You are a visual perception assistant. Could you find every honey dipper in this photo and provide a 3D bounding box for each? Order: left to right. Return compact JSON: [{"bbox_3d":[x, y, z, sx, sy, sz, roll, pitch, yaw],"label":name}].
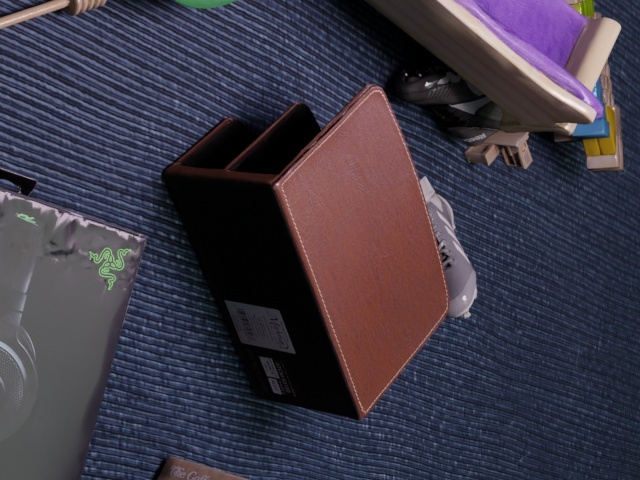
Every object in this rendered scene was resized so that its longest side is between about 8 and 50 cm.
[{"bbox_3d":[-0.263,-0.205,1.454,0.160,0.030,0.031,-30,119,-40],"label":"honey dipper"}]

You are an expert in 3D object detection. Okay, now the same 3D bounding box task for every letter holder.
[{"bbox_3d":[0.000,0.000,1.710,0.214,0.152,0.302,-46,129,-37],"label":"letter holder"}]

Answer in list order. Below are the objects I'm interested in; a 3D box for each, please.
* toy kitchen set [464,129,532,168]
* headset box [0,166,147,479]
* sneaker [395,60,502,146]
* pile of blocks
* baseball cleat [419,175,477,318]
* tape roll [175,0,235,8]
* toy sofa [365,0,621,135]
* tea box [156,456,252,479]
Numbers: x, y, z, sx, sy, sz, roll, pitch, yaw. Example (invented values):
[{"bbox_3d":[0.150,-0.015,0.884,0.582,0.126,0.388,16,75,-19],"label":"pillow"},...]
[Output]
[{"bbox_3d":[0.240,-0.106,2.034,0.083,0.068,0.075,-48,130,-32],"label":"toy kitchen set"},{"bbox_3d":[-0.304,0.076,1.339,0.246,0.131,0.283,21,80,-35],"label":"headset box"},{"bbox_3d":[0.175,-0.165,1.939,0.234,0.078,0.106,-11,103,-50],"label":"sneaker"},{"bbox_3d":[0.298,-0.224,2.032,0.149,0.112,0.362,-65,144,-50],"label":"pile of blocks"},{"bbox_3d":[0.122,0.002,1.863,0.109,0.072,0.206,47,17,-34],"label":"baseball cleat"},{"bbox_3d":[-0.073,-0.375,1.496,0.321,0.077,0.321,-43,155,-26],"label":"tape roll"},{"bbox_3d":[0.172,-0.270,1.763,0.362,0.177,0.150,34,74,-27],"label":"toy sofa"},{"bbox_3d":[-0.065,0.451,1.660,0.329,0.220,0.324,47,62,-43],"label":"tea box"}]
